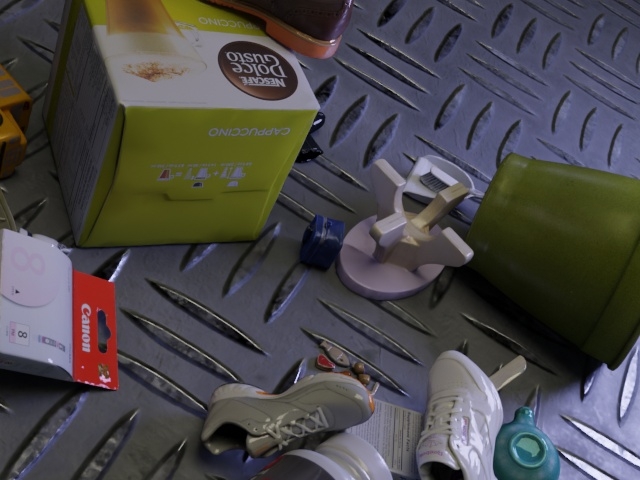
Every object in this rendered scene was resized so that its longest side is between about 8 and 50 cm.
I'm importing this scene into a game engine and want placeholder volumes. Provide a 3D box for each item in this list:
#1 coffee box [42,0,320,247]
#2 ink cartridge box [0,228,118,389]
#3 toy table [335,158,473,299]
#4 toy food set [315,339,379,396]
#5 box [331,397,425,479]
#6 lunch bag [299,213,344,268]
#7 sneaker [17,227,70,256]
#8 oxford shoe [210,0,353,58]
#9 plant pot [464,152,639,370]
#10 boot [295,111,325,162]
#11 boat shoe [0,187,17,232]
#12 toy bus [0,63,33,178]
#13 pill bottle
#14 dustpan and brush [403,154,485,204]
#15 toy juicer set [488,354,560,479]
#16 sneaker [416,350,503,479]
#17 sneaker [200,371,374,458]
[{"bbox_3d":[-0.252,-0.220,1.626,0.337,0.338,0.334,-3,53,-30],"label":"coffee box"},{"bbox_3d":[-0.375,0.104,1.387,0.232,0.066,0.189,19,52,-41],"label":"ink cartridge box"},{"bbox_3d":[0.161,-0.016,1.791,0.252,0.161,0.274,40,45,10],"label":"toy table"},{"bbox_3d":[0.042,0.221,1.612,0.122,0.019,0.078,34,44,4],"label":"toy food set"},{"bbox_3d":[0.089,0.322,1.508,0.137,0.072,0.126,19,45,-11],"label":"box"},{"bbox_3d":[0.000,0.000,1.734,0.065,0.098,0.067,15,51,-12],"label":"lunch bag"},{"bbox_3d":[-0.429,0.085,1.445,0.094,0.090,0.235,22,45,-30],"label":"sneaker"},{"bbox_3d":[-0.109,-0.446,1.567,0.363,0.133,0.130,29,42,-3],"label":"oxford shoe"},{"bbox_3d":[0.468,0.008,1.833,0.353,0.367,0.366,25,42,12],"label":"plant pot"},{"bbox_3d":[-0.025,-0.209,1.950,0.121,0.045,0.099,-15,57,-28],"label":"boot"},{"bbox_3d":[-0.530,-0.019,1.466,0.113,0.103,0.302,2,56,-25],"label":"boat shoe"},{"bbox_3d":[-0.606,-0.257,1.640,0.333,0.108,0.130,46,44,16],"label":"toy bus"},{"bbox_3d":[-0.045,0.394,1.296,0.176,0.176,0.318,46,45,16],"label":"pill bottle"},{"bbox_3d":[0.290,-0.106,2.011,0.211,0.060,0.147,31,43,1],"label":"dustpan and brush"},{"bbox_3d":[0.298,0.367,1.582,0.209,0.089,0.329,-11,59,-13],"label":"toy juicer set"},{"bbox_3d":[0.209,0.300,1.469,0.152,0.114,0.305,36,40,-46],"label":"sneaker"},{"bbox_3d":[-0.051,0.268,1.386,0.262,0.099,0.121,-10,26,18],"label":"sneaker"}]
